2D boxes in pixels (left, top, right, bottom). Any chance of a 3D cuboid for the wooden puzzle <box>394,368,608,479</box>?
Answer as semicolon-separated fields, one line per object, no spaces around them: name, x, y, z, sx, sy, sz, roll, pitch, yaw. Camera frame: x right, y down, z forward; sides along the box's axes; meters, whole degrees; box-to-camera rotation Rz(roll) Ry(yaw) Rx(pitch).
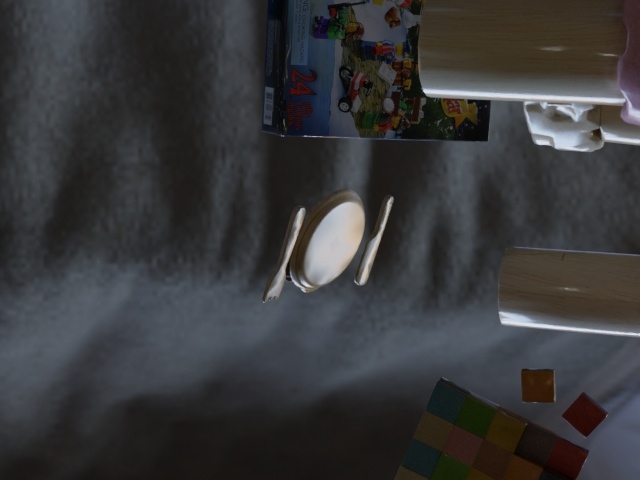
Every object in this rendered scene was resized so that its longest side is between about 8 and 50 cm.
wooden puzzle;0.049;0.073;0.451;0.049;0.083;0.006;25;-162;12

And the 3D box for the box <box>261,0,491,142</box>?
box;0.045;-0.187;1.040;0.159;0.233;0.044;0;-172;-21

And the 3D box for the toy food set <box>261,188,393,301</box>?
toy food set;0.000;0.000;1.673;0.038;0.132;0.192;30;-159;30

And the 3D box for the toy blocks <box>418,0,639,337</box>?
toy blocks;0.214;-0.127;0.691;0.260;0.309;0.288;4;154;18
